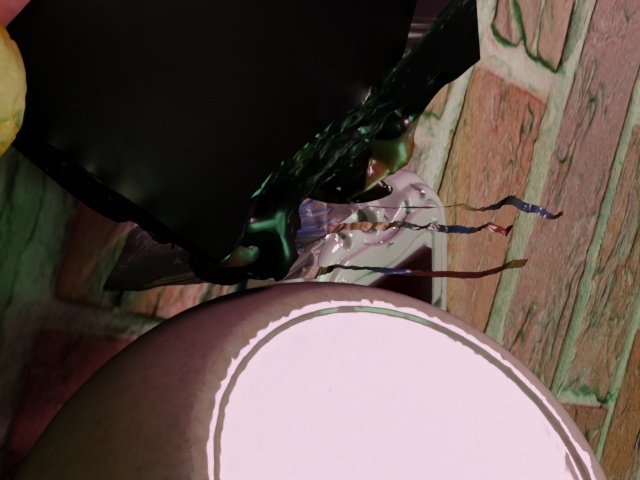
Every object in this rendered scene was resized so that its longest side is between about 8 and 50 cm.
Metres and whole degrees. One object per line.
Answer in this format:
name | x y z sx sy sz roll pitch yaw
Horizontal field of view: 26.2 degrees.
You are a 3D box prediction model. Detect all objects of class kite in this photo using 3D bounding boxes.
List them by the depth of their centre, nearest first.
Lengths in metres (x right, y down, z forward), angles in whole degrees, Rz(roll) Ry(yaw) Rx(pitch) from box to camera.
kite | 0.001 0.002 0.949 0.169 0.310 0.015 -48 134 -50

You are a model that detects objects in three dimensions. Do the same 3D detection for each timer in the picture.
timer | 0.032 0.067 1.250 0.262 0.087 0.237 -33 130 -49

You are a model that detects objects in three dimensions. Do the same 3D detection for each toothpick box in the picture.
toothpick box | -0.033 0.268 0.898 0.409 0.409 0.425 -38 170 -45

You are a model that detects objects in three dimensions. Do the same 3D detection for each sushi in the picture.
sushi | -0.051 -0.090 0.885 0.227 0.215 0.212 -50 160 -14

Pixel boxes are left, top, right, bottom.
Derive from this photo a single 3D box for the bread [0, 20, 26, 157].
bread | -0.259 -0.123 0.639 0.167 0.132 0.294 -59 147 -23
